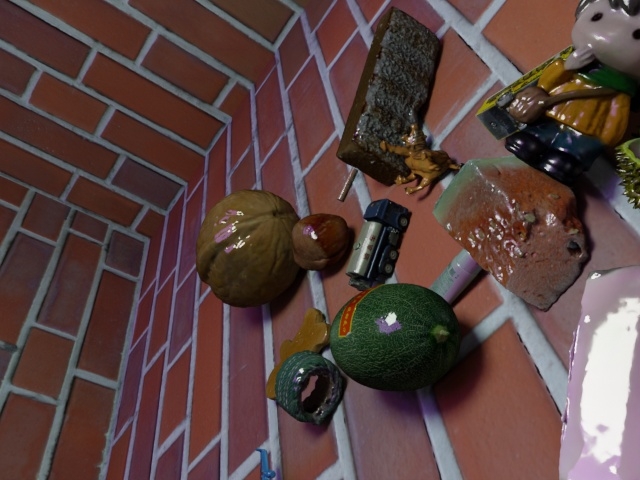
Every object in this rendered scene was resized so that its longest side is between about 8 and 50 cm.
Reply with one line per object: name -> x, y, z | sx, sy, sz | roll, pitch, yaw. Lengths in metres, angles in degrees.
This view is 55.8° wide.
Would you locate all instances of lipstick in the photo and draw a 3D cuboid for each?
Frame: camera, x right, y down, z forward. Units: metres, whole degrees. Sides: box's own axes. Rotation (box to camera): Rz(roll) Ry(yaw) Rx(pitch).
lipstick -> 0.071, -0.148, 1.603 | 0.094, 0.019, 0.019 | -65, 25, -4

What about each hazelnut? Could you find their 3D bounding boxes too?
hazelnut -> 0.000, 0.000, 1.471 | 0.154, 0.143, 0.143 | 121, 160, -48

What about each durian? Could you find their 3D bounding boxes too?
durian -> 0.447, -0.090, 0.798 | 0.100, 0.086, 0.215 | -24, 35, 1

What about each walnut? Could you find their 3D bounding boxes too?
walnut -> -0.195, 0.026, 1.636 | 0.333, 0.333, 0.332 | -43, 31, 35

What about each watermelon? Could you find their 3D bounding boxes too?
watermelon -> 0.307, -0.017, 0.941 | 0.193, 0.140, 0.256 | -55, 33, 35

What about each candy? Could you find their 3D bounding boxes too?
candy -> 0.356, 0.159, 0.646 | 0.155, 0.116, 0.265 | -21, 47, 56

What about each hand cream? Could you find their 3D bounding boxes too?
hand cream -> 0.225, 0.080, 1.068 | 0.174, 0.047, 0.076 | -56, 25, 33

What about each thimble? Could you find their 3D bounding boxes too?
thimble -> -0.025, 0.297, 1.230 | 0.090, 0.118, 0.135 | 11, 75, 65

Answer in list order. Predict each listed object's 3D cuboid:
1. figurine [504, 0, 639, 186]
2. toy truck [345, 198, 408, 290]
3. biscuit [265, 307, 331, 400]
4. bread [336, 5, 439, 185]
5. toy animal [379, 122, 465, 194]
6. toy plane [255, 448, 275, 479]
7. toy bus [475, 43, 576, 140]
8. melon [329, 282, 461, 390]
figurine -> 0.413, -0.245, 0.875 | 0.185, 0.204, 0.332 | 39, 121, 34
toy truck -> 0.115, 0.010, 1.284 | 0.074, 0.088, 0.201 | -7, 59, 62
biscuit -> -0.052, 0.272, 1.404 | 0.240, 0.035, 0.158 | -56, 24, 13
bread -> 0.171, -0.349, 1.442 | 0.113, 0.165, 0.416 | -20, 49, 57
toy animal -> 0.230, -0.160, 1.251 | 0.116, 0.114, 0.255 | -23, 25, -16
toy plane -> -0.118, 0.540, 1.186 | 0.271, 0.105, 0.254 | -25, 45, 51
toy bus -> 0.380, -0.254, 1.045 | 0.226, 0.081, 0.074 | -32, 17, 51
melon -> 0.125, 0.160, 1.006 | 0.288, 0.182, 0.182 | -18, 50, 58
